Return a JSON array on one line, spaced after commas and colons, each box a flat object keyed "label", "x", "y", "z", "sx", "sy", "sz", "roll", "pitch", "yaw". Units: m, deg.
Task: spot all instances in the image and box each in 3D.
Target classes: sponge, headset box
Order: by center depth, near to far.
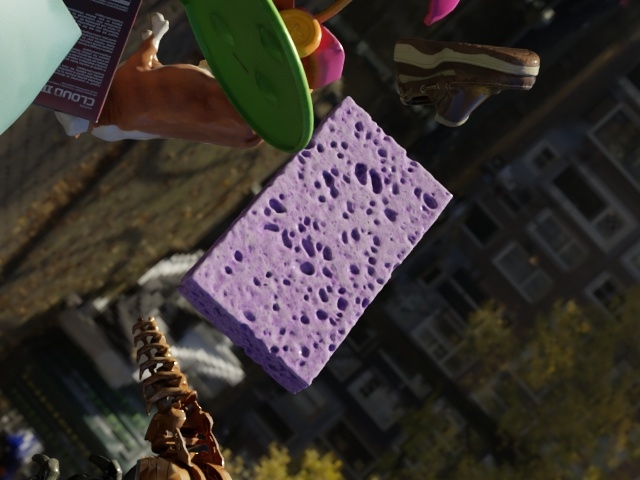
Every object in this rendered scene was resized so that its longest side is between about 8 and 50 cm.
[{"label": "sponge", "x": 0.000, "y": 0.000, "z": 0.969, "sx": 0.210, "sy": 0.117, "sz": 0.031, "roll": -51, "pitch": -171, "yaw": -31}, {"label": "headset box", "x": -0.283, "y": -0.303, "z": 1.584, "sx": 0.218, "sy": 0.110, "sz": 0.293, "roll": -101, "pitch": -148, "yaw": -56}]

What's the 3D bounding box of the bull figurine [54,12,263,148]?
[{"label": "bull figurine", "x": -0.203, "y": -0.204, "z": 1.739, "sx": 0.101, "sy": 0.310, "sz": 0.188, "roll": 75, "pitch": 28, "yaw": -68}]

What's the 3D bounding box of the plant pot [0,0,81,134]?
[{"label": "plant pot", "x": -0.367, "y": -0.167, "z": 1.205, "sx": 0.165, "sy": 0.165, "sz": 0.234, "roll": -5, "pitch": -134, "yaw": 26}]

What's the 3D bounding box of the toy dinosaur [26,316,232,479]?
[{"label": "toy dinosaur", "x": -0.141, "y": 0.240, "z": 1.136, "sx": 0.218, "sy": 0.164, "sz": 0.322, "roll": -16, "pitch": -131, "yaw": 33}]

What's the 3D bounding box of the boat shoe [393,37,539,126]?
[{"label": "boat shoe", "x": 0.165, "y": -0.176, "z": 1.482, "sx": 0.095, "sy": 0.095, "sz": 0.257, "roll": 2, "pitch": -170, "yaw": -21}]

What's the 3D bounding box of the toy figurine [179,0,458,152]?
[{"label": "toy figurine", "x": 0.007, "y": -0.158, "z": 0.734, "sx": 0.159, "sy": 0.173, "sz": 0.130, "roll": -31, "pitch": 161, "yaw": -18}]
